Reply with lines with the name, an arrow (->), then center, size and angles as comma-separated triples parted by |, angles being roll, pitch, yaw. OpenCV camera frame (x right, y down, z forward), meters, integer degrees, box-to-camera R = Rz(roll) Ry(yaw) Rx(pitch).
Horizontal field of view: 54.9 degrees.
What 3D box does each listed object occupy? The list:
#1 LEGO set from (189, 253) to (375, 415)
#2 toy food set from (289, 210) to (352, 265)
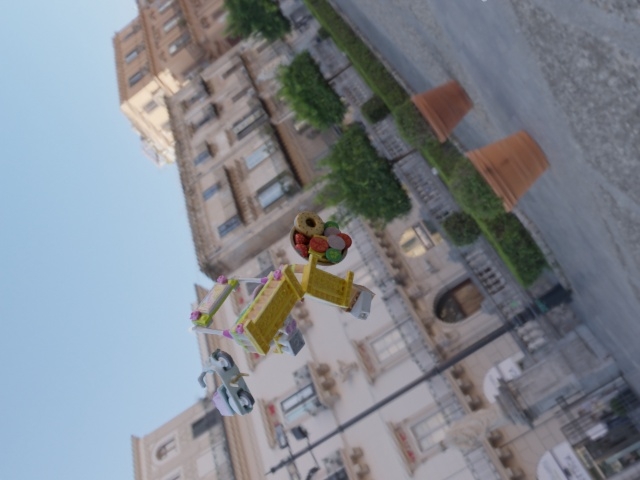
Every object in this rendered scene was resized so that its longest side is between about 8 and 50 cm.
LEGO set -> -0.052, 0.081, 0.746 | 0.287, 0.107, 0.132 | -31, -65, -49
toy food set -> 0.000, 0.000, 0.811 | 0.083, 0.020, 0.083 | 21, -137, -4
